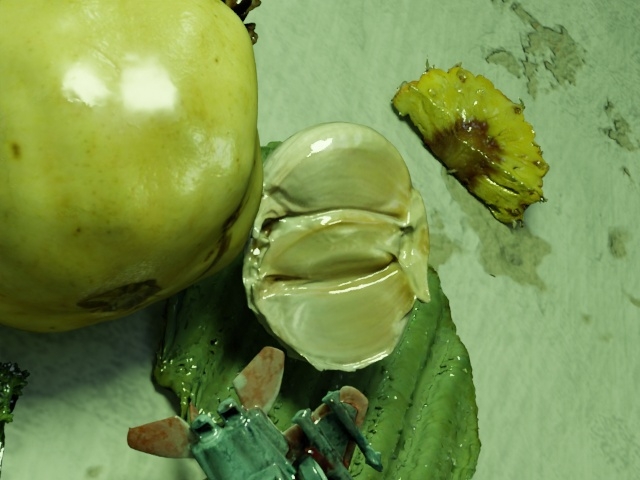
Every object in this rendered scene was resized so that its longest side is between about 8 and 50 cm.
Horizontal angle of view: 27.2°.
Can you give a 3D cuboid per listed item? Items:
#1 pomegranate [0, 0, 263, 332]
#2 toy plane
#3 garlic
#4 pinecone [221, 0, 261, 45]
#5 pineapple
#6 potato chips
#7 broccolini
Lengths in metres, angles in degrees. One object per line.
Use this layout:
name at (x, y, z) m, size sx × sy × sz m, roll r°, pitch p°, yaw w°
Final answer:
pomegranate at (-0.201, -0.086, 1.098) m, size 0.333 × 0.332 × 0.332 m, roll 21°, pitch 49°, yaw -26°
toy plane at (-0.018, 0.251, 1.134) m, size 0.326 × 0.223 × 0.104 m, roll 58°, pitch 2°, yaw -12°
garlic at (0.000, 0.000, 1.241) m, size 0.178 × 0.143 × 0.229 m, roll -2°, pitch 102°, yaw -20°
pinecone at (-0.178, -0.253, 1.300) m, size 0.292 × 0.246 × 0.246 m, roll 46°, pitch 42°, yaw -14°
pineapple at (0.203, -0.136, 1.637) m, size 0.233 × 0.079 × 0.135 m, roll 47°, pitch 40°, yaw -2°
potato chips at (0.015, 0.092, 1.328) m, size 0.358 × 0.070 × 0.429 m, roll 33°, pitch 45°, yaw -13°
broccolini at (-0.263, 0.179, 1.046) m, size 0.074 × 0.058 × 0.201 m, roll 5°, pitch 57°, yaw -29°
